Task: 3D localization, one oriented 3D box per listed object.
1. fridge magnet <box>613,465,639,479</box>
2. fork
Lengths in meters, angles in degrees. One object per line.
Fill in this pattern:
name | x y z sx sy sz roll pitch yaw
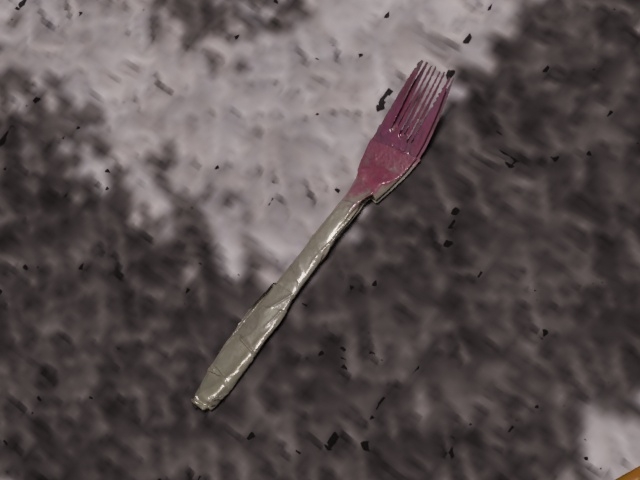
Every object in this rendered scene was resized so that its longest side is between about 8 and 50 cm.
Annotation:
fridge magnet | 0.100 0.110 0.400 0.143 0.063 0.143 -6 65 14
fork | 0.000 0.000 0.509 0.016 0.012 0.115 34 88 31
